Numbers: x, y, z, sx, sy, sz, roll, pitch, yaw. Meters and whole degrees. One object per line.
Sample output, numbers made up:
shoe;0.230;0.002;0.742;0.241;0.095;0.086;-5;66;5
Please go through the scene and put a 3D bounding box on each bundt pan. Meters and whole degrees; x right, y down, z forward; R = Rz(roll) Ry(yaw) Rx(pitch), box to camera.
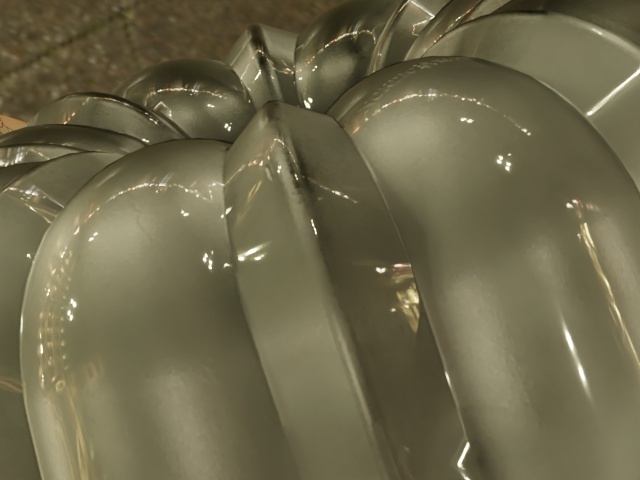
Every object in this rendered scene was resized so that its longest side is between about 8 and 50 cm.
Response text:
bundt pan;0.000;0.000;0.560;0.331;0.331;0.124;-12;106;23

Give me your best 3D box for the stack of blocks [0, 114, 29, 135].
stack of blocks;-0.312;0.029;1.022;0.297;0.171;0.087;-33;67;22
